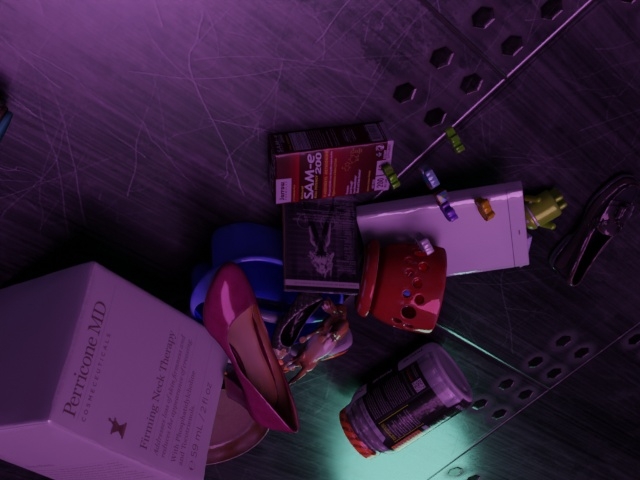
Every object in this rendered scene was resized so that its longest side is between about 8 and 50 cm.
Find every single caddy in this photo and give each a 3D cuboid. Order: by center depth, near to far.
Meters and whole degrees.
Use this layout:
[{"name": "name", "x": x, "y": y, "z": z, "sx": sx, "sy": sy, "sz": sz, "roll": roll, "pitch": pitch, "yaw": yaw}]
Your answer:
[{"name": "caddy", "x": -0.119, "y": 0.110, "z": 1.919, "sx": 0.341, "sy": 0.179, "sz": 0.241, "roll": 14, "pitch": 125, "yaw": -29}]

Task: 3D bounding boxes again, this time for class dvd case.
[{"name": "dvd case", "x": 0.000, "y": 0.000, "z": 1.850, "sx": 0.165, "sy": 0.221, "sz": 0.018, "roll": 4, "pitch": 164, "yaw": -22}]

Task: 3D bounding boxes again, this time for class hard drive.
[{"name": "hard drive", "x": 0.272, "y": -0.009, "z": 1.971, "sx": 0.353, "sy": 0.047, "sz": 0.233, "roll": -8, "pitch": 135, "yaw": 10}]

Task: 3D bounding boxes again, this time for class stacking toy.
[{"name": "stacking toy", "x": 0.238, "y": -0.098, "z": 1.817, "sx": 0.167, "sy": 0.052, "sz": 0.221, "roll": -31, "pitch": 108, "yaw": -5}]

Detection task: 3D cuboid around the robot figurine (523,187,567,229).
[{"name": "robot figurine", "x": 0.501, "y": -0.070, "z": 2.040, "sx": 0.115, "sy": 0.067, "sz": 0.101, "roll": -31, "pitch": 124, "yaw": 10}]

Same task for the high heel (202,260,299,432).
[{"name": "high heel", "x": -0.118, "y": 0.213, "z": 1.762, "sx": 0.127, "sy": 0.181, "sz": 0.377, "roll": -41, "pitch": 139, "yaw": -34}]

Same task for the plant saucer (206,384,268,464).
[{"name": "plant saucer", "x": -0.280, "y": 0.464, "z": 2.281, "sx": 0.311, "sy": 0.050, "sz": 0.310, "roll": -9, "pitch": 133, "yaw": -10}]

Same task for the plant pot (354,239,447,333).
[{"name": "plant pot", "x": 0.166, "y": 0.096, "z": 1.912, "sx": 0.174, "sy": 0.191, "sz": 0.191, "roll": 8, "pitch": 130, "yaw": -3}]

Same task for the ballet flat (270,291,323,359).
[{"name": "ballet flat", "x": -0.053, "y": 0.174, "z": 1.848, "sx": 0.057, "sy": 0.049, "sz": 0.173, "roll": 19, "pitch": 104, "yaw": -44}]

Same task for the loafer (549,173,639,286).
[{"name": "loafer", "x": 0.665, "y": -0.017, "z": 2.125, "sx": 0.109, "sy": 0.095, "sz": 0.302, "roll": 12, "pitch": 126, "yaw": -28}]

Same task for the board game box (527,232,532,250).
[{"name": "board game box", "x": 0.448, "y": 0.001, "z": 2.071, "sx": 0.020, "sy": 0.090, "sz": 0.090, "roll": -20, "pitch": 137, "yaw": -21}]

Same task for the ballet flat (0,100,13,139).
[{"name": "ballet flat", "x": -0.696, "y": -0.068, "z": 1.589, "sx": 0.182, "sy": 0.164, "sz": 0.482, "roll": 23, "pitch": 124, "yaw": -11}]

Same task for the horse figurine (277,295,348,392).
[{"name": "horse figurine", "x": -0.009, "y": 0.218, "z": 1.905, "sx": 0.263, "sy": 0.066, "sz": 0.174, "roll": -56, "pitch": 165, "yaw": 29}]

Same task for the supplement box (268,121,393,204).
[{"name": "supplement box", "x": 0.019, "y": -0.155, "z": 1.794, "sx": 0.240, "sy": 0.073, "sz": 0.130, "roll": -8, "pitch": 134, "yaw": -11}]

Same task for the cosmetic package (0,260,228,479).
[{"name": "cosmetic package", "x": -0.451, "y": 0.295, "z": 1.801, "sx": 0.328, "sy": 0.329, "sz": 0.394, "roll": -14, "pitch": 143, "yaw": 35}]

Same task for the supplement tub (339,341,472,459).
[{"name": "supplement tub", "x": 0.216, "y": 0.419, "z": 2.309, "sx": 0.316, "sy": 0.193, "sz": 0.193, "roll": -36, "pitch": 133, "yaw": 15}]

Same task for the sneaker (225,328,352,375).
[{"name": "sneaker", "x": -0.081, "y": 0.278, "z": 2.144, "sx": 0.321, "sy": 0.124, "sz": 0.180, "roll": -5, "pitch": 138, "yaw": 0}]

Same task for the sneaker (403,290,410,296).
[{"name": "sneaker", "x": 0.206, "y": 0.113, "z": 2.115, "sx": 0.152, "sy": 0.058, "sz": 0.084, "roll": -6, "pitch": 142, "yaw": -5}]
